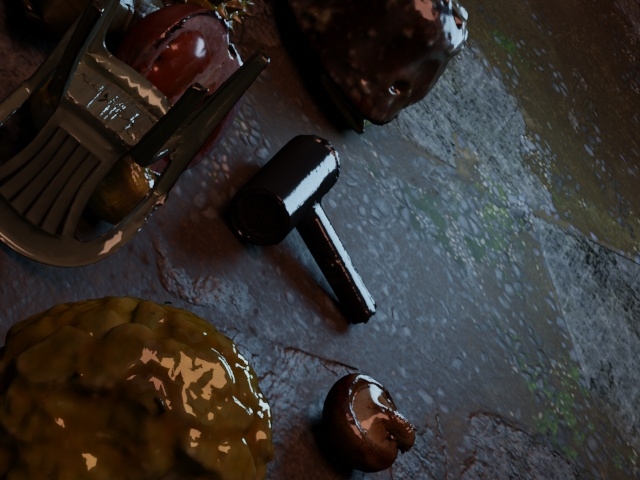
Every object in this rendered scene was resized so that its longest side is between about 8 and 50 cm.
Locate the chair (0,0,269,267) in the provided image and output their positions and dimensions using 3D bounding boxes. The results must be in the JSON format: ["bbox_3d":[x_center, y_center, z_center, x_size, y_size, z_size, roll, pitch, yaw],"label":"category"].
[{"bbox_3d":[-0.226,-0.128,1.533,0.203,0.274,0.190,38,33,-3],"label":"chair"}]

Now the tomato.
[{"bbox_3d":[-0.195,-0.186,1.770,0.112,0.199,0.228,28,-24,27],"label":"tomato"}]

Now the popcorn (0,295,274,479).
[{"bbox_3d":[-0.174,0.175,1.310,0.282,0.282,0.247,64,8,16],"label":"popcorn"}]

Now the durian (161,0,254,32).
[{"bbox_3d":[-0.169,-0.346,1.983,0.260,0.154,0.186,-31,124,-39],"label":"durian"}]

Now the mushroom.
[{"bbox_3d":[0.054,0.216,1.772,0.127,0.087,0.127,40,32,-31],"label":"mushroom"}]

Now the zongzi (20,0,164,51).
[{"bbox_3d":[-0.282,-0.343,1.846,0.289,0.123,0.260,18,42,-61],"label":"zongzi"}]

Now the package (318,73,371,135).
[{"bbox_3d":[0.049,-0.216,2.253,0.108,0.031,0.121,55,25,-1],"label":"package"}]

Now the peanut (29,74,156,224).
[{"bbox_3d":[-0.258,-0.107,1.664,0.206,0.087,0.087,57,30,0],"label":"peanut"}]

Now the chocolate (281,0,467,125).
[{"bbox_3d":[0.092,-0.359,2.237,0.225,0.210,0.340,15,40,-49],"label":"chocolate"}]

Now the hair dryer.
[{"bbox_3d":[0.000,0.000,1.927,0.251,0.089,0.197,57,29,-9],"label":"hair dryer"}]
